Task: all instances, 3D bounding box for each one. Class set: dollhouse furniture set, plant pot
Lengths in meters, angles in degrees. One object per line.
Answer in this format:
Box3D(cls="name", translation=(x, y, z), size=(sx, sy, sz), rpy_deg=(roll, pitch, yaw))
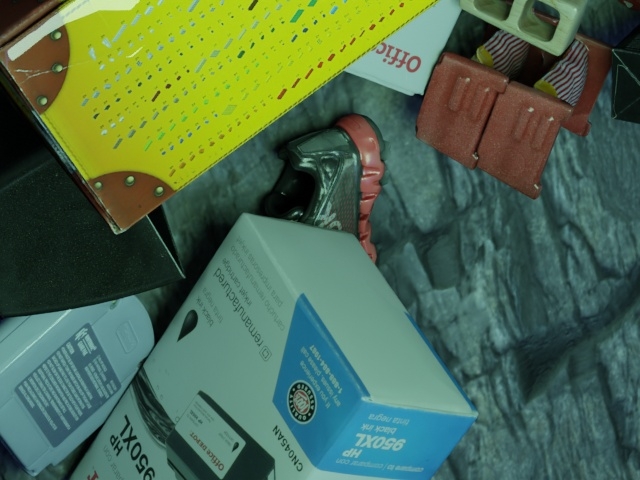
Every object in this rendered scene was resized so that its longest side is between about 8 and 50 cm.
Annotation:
Box3D(cls="dollhouse furniture set", translation=(0.246, -0.256, 1.936), size=(0.201, 0.152, 0.374), rpy_deg=(-46, 159, -53))
Box3D(cls="plant pot", translation=(-0.248, -0.041, 1.670), size=(0.167, 0.187, 0.188), rpy_deg=(-28, 126, 3))

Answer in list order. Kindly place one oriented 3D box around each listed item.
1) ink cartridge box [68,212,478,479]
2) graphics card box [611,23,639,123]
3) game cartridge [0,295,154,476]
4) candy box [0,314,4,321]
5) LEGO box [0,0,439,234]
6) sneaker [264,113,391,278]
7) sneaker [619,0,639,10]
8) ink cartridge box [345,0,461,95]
Box3D(cls="ink cartridge box", translation=(-0.062, 0.216, 1.921), size=(0.166, 0.285, 0.395), rpy_deg=(11, 123, -41))
Box3D(cls="graphics card box", translation=(0.500, -0.226, 2.074), size=(0.371, 0.232, 0.094), rpy_deg=(-41, 136, -48))
Box3D(cls="game cartridge", translation=(-0.259, 0.125, 1.882), size=(0.196, 0.060, 0.294), rpy_deg=(-38, 160, -12))
Box3D(cls="candy box", translation=(-0.372, -0.049, 1.774), size=(0.268, 0.122, 0.317), rpy_deg=(-45, 127, -6))
Box3D(cls="LEGO box", translation=(-0.070, -0.287, 1.507), size=(0.500, 0.372, 0.193), rpy_deg=(-36, 126, -6))
Box3D(cls="sneaker", translation=(0.000, 0.000, 2.045), size=(0.135, 0.097, 0.276), rpy_deg=(-11, 115, -28))
Box3D(cls="sneaker", translation=(0.388, -0.383, 2.128), size=(0.128, 0.087, 0.221), rpy_deg=(-31, 138, -26))
Box3D(cls="ink cartridge box", translation=(0.058, -0.330, 1.892), size=(0.223, 0.129, 0.307), rpy_deg=(16, 103, -45))
